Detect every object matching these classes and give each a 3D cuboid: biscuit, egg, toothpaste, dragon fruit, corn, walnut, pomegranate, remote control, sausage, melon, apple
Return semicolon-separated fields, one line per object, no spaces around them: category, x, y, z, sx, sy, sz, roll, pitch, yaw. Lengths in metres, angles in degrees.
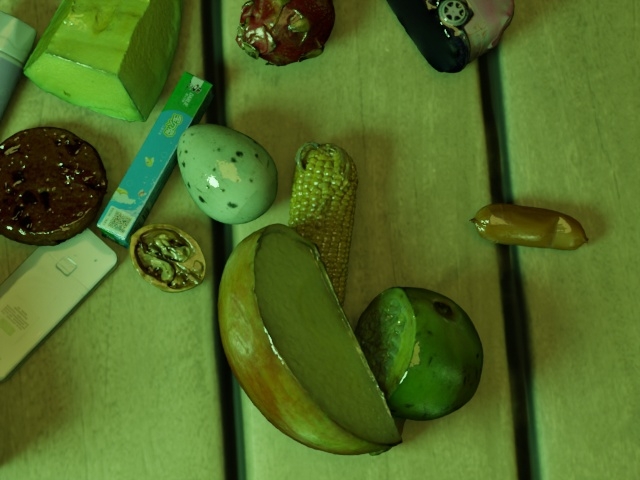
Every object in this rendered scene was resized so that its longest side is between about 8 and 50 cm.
biscuit;-0.400;-0.078;1.688;0.192;0.049;0.192;-2;64;5
egg;-0.135;-0.101;1.685;0.131;0.131;0.164;-38;99;-10
toothpaste;-0.527;-0.156;1.695;0.125;0.080;0.371;25;83;0
toothpaste;-0.240;-0.117;1.716;0.050;0.065;0.266;27;79;5
dragon fruit;-0.025;-0.353;1.758;0.125;0.125;0.246;52;56;-24
corn;0.000;0.000;1.697;0.106;0.106;0.293;4;79;-4
walnut;-0.222;0.028;1.695;0.121;0.052;0.091;36;77;-3
pomegranate;0.140;0.190;1.635;0.159;0.190;0.241;20;76;-24
remote control;-0.407;0.084;1.678;0.103;0.034;0.250;41;78;3
sausage;0.311;-0.021;1.753;0.183;0.054;0.062;5;111;-6
melon;-0.290;-0.349;1.726;0.196;0.124;0.323;21;73;-2
apple;-0.035;0.149;1.579;0.179;0.254;0.346;-25;79;-1

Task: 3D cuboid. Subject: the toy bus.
toy bus;0.173;-0.410;1.773;0.147;0.127;0.302;-31;84;-13
